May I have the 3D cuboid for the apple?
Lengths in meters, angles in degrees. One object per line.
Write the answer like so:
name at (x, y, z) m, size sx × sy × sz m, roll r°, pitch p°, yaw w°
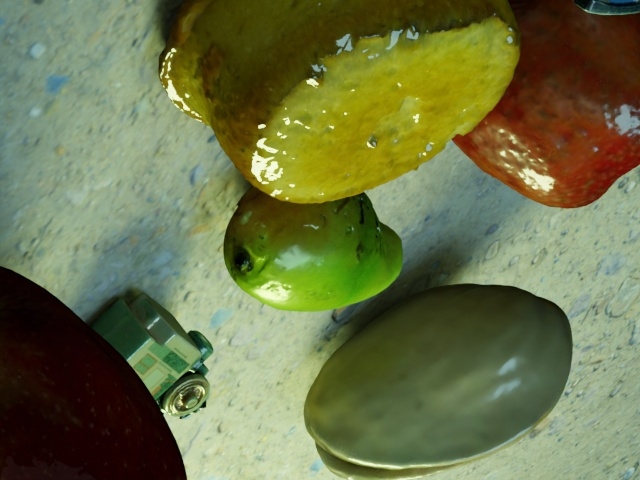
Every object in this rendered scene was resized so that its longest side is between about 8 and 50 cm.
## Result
apple at (-0.237, 0.176, 1.200) m, size 0.288 × 0.288 × 0.317 m, roll -37°, pitch 137°, yaw -15°

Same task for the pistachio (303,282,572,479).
pistachio at (0.124, 0.149, 1.713) m, size 0.288 × 0.197 × 0.166 m, roll -32°, pitch 146°, yaw -2°

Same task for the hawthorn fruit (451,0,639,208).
hawthorn fruit at (0.170, -0.152, 1.418) m, size 0.243 × 0.207 × 0.207 m, roll 29°, pitch 107°, yaw -20°

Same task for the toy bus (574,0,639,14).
toy bus at (0.179, -0.254, 1.286) m, size 0.090 × 0.185 × 0.106 m, roll -9°, pitch 132°, yaw -47°

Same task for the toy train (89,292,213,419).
toy train at (-0.182, 0.137, 1.432) m, size 0.194 × 0.081 × 0.125 m, roll -43°, pitch 141°, yaw 1°

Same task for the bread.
bread at (0.019, -0.138, 1.244) m, size 0.268 × 0.145 × 0.268 m, roll -21°, pitch 152°, yaw -12°

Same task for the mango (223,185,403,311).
mango at (0.000, 0.000, 1.454) m, size 0.125 × 0.111 × 0.233 m, roll -52°, pitch 152°, yaw 21°
